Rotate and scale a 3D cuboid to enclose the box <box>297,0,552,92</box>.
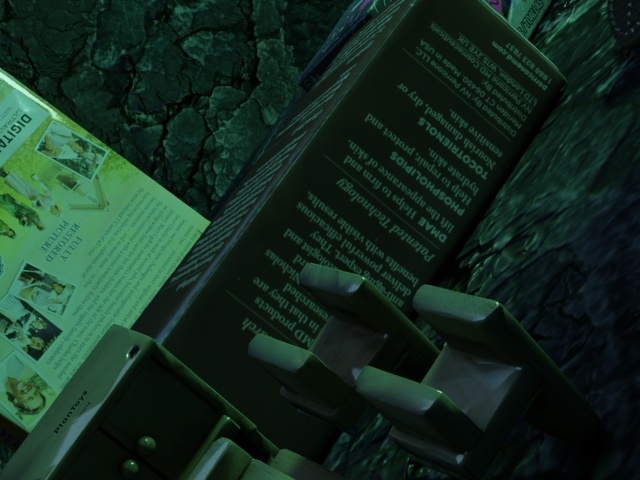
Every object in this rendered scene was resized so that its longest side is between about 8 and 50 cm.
[{"bbox_3d":[0.116,-0.220,1.032,0.247,0.142,0.163,-57,11,-28],"label":"box"}]

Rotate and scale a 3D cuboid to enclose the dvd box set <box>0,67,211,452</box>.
[{"bbox_3d":[-0.264,0.033,1.026,0.062,0.420,0.307,-44,12,51],"label":"dvd box set"}]

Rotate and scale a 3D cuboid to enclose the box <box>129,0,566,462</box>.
[{"bbox_3d":[0.000,0.000,0.788,0.381,0.143,0.191,-53,10,-18],"label":"box"}]

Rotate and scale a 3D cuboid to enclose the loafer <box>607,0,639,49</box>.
[{"bbox_3d":[0.225,-0.182,0.692,0.056,0.050,0.148,-39,31,63],"label":"loafer"}]

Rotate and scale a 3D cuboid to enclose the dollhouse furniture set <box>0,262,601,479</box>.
[{"bbox_3d":[-0.012,0.140,0.469,0.242,0.161,0.212,11,60,54],"label":"dollhouse furniture set"}]
